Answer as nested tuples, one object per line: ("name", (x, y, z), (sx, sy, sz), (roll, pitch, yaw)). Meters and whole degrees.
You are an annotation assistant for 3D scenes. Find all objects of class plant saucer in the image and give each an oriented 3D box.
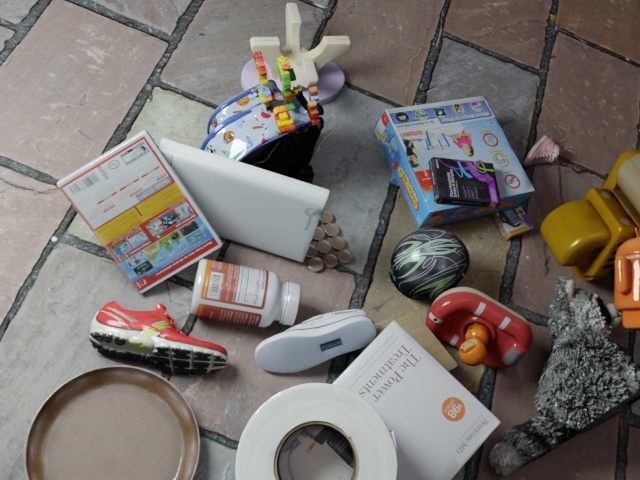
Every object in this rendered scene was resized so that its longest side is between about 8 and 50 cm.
("plant saucer", (-0.382, 0.387, 1.349), (0.311, 0.050, 0.310), (7, 60, -12))

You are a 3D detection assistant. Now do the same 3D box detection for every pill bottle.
("pill bottle", (-0.157, 0.115, 1.521), (0.216, 0.121, 0.121), (12, 59, -10))

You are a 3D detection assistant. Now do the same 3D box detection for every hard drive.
("hard drive", (-0.177, -0.078, 1.547), (0.353, 0.233, 0.047), (17, 54, -4))

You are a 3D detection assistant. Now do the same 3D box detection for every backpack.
("backpack", (-0.145, -0.213, 1.634), (0.263, 0.276, 0.213), (-35, 71, -23))

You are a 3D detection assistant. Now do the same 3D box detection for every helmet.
("helmet", (0.246, 0.050, 1.646), (0.169, 0.161, 0.169), (7, 60, -12))

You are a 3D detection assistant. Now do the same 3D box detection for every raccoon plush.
("raccoon plush", (0.502, 0.269, 1.586), (0.446, 0.216, 0.299), (-19, 61, -24))

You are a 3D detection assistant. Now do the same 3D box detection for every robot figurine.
("robot figurine", (0.709, 0.087, 1.587), (0.158, 0.128, 0.219), (5, 78, 7))

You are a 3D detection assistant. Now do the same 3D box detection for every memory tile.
("memory tile", (0.000, 0.000, 1.692), (0.113, 0.012, 0.148), (-16, 68, -23))

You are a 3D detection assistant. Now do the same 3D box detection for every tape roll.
("tape roll", (-0.006, 0.398, 1.294), (0.286, 0.100, 0.286), (0, 74, -1))

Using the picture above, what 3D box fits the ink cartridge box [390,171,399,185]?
("ink cartridge box", (0.222, -0.157, 1.832), (0.083, 0.028, 0.048), (17, 59, -6))

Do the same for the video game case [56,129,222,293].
("video game case", (-0.357, -0.052, 1.464), (0.204, 0.025, 0.285), (-30, 114, 1))

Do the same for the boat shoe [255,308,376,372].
("boat shoe", (-0.013, 0.208, 1.536), (0.258, 0.095, 0.084), (-11, 23, -7))

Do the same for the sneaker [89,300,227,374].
("sneaker", (-0.313, 0.184, 1.453), (0.279, 0.107, 0.118), (17, 49, -9))

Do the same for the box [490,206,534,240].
("box", (0.476, -0.072, 1.858), (0.081, 0.028, 0.136), (-18, 70, -24))

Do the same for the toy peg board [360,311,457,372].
("toy peg board", (0.179, 0.262, 1.573), (0.161, 0.079, 0.160), (-21, 54, -25))

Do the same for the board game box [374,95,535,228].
("board game box", (0.331, -0.203, 1.822), (0.308, 0.086, 0.302), (-11, 66, -22))

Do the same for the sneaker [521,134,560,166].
("sneaker", (0.603, -0.230, 1.967), (0.070, 0.051, 0.134), (40, 55, 14))

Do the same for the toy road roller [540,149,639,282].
("toy road roller", (0.681, -0.045, 1.726), (0.241, 0.329, 0.202), (1, 43, -16))

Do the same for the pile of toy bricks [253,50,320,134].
("pile of toy bricks", (-0.072, -0.327, 1.504), (0.118, 0.105, 0.212), (-16, 54, -6))

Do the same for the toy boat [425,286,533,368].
("toy boat", (0.337, 0.211, 1.578), (0.231, 0.151, 0.151), (30, 39, 3))

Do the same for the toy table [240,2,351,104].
("toy table", (-0.057, -0.453, 1.841), (0.274, 0.161, 0.252), (-17, 68, -22))

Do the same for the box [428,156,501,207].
("box", (0.340, -0.137, 1.718), (0.162, 0.029, 0.116), (3, 61, -14))

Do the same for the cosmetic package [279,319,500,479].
("cosmetic package", (0.113, 0.387, 1.402), (0.284, 0.097, 0.377), (43, 78, 7))
